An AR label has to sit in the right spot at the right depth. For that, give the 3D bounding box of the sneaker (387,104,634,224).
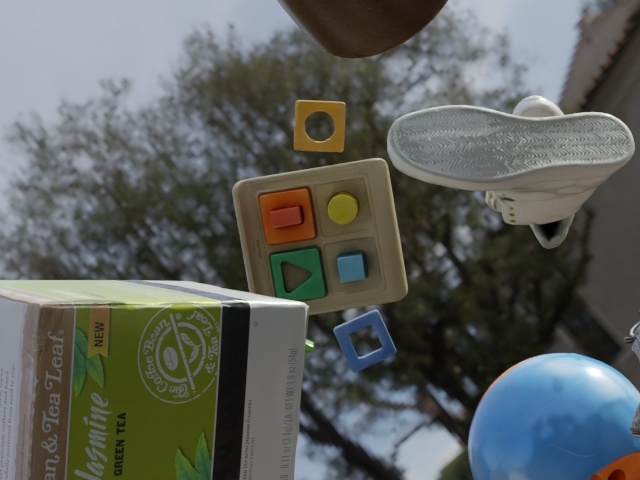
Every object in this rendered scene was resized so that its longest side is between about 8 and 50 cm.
[{"bbox_3d":[0.203,-0.074,1.797,0.292,0.108,0.169,1,-27,-15],"label":"sneaker"}]

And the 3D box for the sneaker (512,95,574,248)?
[{"bbox_3d":[0.329,-0.093,2.205,0.090,0.232,0.115,-12,25,9],"label":"sneaker"}]

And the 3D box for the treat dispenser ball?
[{"bbox_3d":[0.370,0.316,2.344,0.288,0.288,0.288,-34,-22,-16],"label":"treat dispenser ball"}]

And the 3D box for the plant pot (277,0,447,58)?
[{"bbox_3d":[-0.001,-0.326,1.514,0.215,0.215,0.230,-45,-40,12],"label":"plant pot"}]

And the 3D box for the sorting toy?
[{"bbox_3d":[0.000,0.000,1.888,0.196,0.347,0.047,-10,7,1],"label":"sorting toy"}]

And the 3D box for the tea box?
[{"bbox_3d":[-0.208,0.212,1.569,0.323,0.220,0.329,0,-86,-38],"label":"tea box"}]

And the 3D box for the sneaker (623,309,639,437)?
[{"bbox_3d":[0.374,0.082,1.630,0.115,0.281,0.105,-9,-31,31],"label":"sneaker"}]
